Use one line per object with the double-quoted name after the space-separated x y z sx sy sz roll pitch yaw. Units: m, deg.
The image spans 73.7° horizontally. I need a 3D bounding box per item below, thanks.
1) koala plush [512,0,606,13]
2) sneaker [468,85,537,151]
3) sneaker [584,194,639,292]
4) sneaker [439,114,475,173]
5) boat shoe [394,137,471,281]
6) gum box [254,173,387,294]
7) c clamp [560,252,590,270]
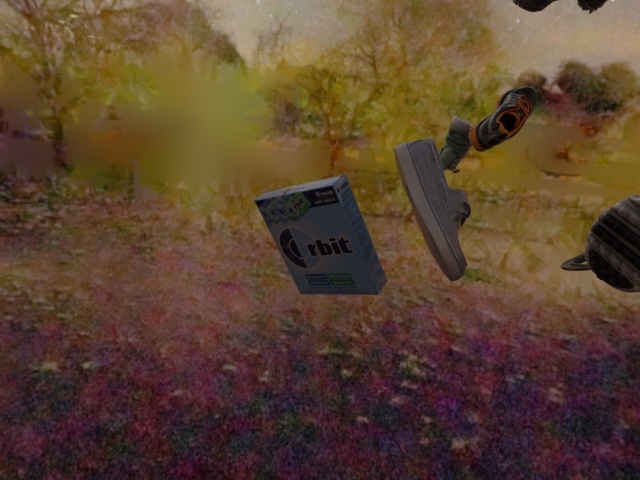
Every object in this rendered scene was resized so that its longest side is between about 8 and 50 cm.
0.531 -0.562 0.877 0.221 0.204 0.196 7 -21 -4 "koala plush"
0.422 -0.273 0.940 0.215 0.084 0.083 -45 12 -19 "sneaker"
0.421 -0.044 0.482 0.118 0.292 0.110 -18 56 -21 "sneaker"
0.397 -0.271 1.256 0.094 0.151 0.256 37 14 16 "sneaker"
0.180 -0.055 0.635 0.081 0.228 0.079 -20 -17 7 "boat shoe"
0.000 0.000 0.661 0.156 0.185 0.041 -5 28 39 "gum box"
0.532 0.024 0.776 0.160 0.022 0.137 -22 6 -4 "c clamp"
